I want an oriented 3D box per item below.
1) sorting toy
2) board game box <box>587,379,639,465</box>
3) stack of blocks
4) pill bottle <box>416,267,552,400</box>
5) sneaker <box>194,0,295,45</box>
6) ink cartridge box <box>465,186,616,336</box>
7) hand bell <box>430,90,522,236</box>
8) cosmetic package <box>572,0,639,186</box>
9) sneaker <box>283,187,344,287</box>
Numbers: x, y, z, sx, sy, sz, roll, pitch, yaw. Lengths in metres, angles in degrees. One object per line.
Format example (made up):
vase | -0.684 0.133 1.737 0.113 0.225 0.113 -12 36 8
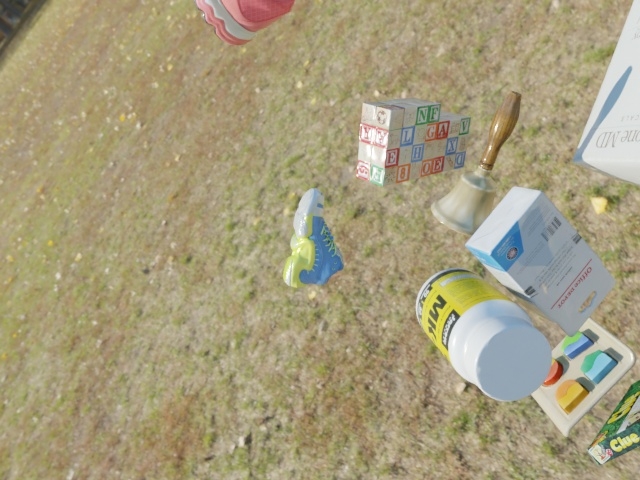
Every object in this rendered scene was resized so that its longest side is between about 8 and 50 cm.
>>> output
sorting toy | 0.509 0.261 1.158 0.208 0.038 0.193 -55 12 11
board game box | 0.475 0.227 0.816 0.030 0.259 0.136 52 125 20
stack of blocks | 0.226 -0.242 1.349 0.087 0.297 0.171 28 123 43
pill bottle | 0.214 0.121 0.778 0.119 0.119 0.208 -51 15 5
sneaker | -0.140 -0.407 0.740 0.136 0.314 0.116 -13 52 28
ink cartridge box | 0.286 0.030 0.743 0.104 0.180 0.060 -49 20 -4
hand bell | 0.293 -0.140 0.998 0.126 0.126 0.242 -114 35 -52
cosmetic package | 0.673 -0.252 0.877 0.329 0.327 0.394 -112 41 -81
sneaker | 0.000 0.000 1.254 0.091 0.126 0.240 -99 22 -56
